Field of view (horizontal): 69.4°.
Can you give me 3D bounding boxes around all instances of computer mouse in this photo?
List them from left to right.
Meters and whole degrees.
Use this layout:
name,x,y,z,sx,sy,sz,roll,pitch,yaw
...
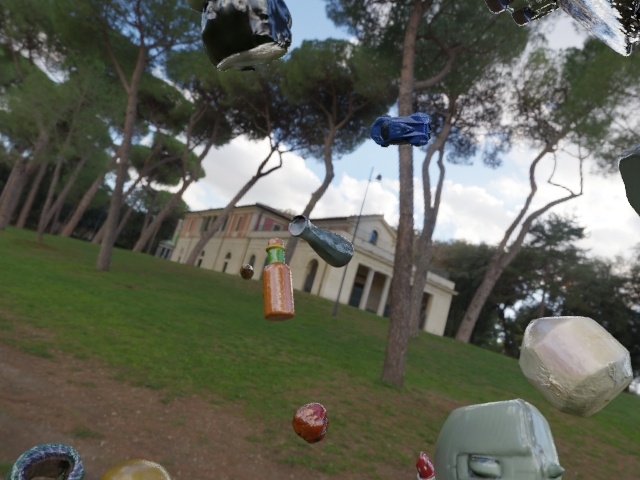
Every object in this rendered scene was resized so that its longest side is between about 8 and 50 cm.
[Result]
name,x,y,z,sx,sy,sz,roll,pitch,yaw
computer mouse,0.115,0.162,0.327,0.056,0.089,0.181,1,-25,0

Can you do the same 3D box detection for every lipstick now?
name,x,y,z,sx,sy,sz,roll,pitch,yaw
lipstick,0.216,0.462,0.836,0.063,0.186,0.057,-28,3,-27

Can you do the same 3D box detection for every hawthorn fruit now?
name,x,y,z,sx,sy,sz,roll,pitch,yaw
hawthorn fruit,-0.018,0.418,1.068,0.093,0.092,0.093,16,-11,3

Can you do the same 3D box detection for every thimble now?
name,x,y,z,sx,sy,sz,roll,pitch,yaw
thimble,-0.547,0.473,0.907,0.118,0.090,0.135,44,20,17

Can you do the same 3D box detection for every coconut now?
name,x,y,z,sx,sy,sz,roll,pitch,yaw
coconut,0.575,0.279,1.077,0.234,0.224,0.224,44,8,36

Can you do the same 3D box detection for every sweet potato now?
name,x,y,z,sx,sy,sz,roll,pitch,yaw
sweet potato,-0.174,0.075,1.095,0.034,0.034,0.095,17,-18,-3

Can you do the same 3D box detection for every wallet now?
name,x,y,z,sx,sy,sz,roll,pitch,yaw
wallet,0.274,-0.251,0.469,0.137,0.031,0.255,46,30,17

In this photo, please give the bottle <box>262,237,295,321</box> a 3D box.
name,x,y,z,sx,sy,sz,roll,pitch,yaw
bottle,-0.095,0.083,1.022,0.069,0.186,0.069,-4,-26,-2

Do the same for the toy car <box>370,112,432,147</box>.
name,x,y,z,sx,sy,sz,roll,pitch,yaw
toy car,0.239,-0.339,1.419,0.216,0.103,0.063,9,11,41

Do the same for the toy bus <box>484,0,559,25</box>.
name,x,y,z,sx,sy,sz,roll,pitch,yaw
toy bus,0.300,-0.403,0.641,0.142,0.142,0.203,-11,0,44

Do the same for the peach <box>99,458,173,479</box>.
name,x,y,z,sx,sy,sz,roll,pitch,yaw
peach,-0.342,0.521,0.804,0.153,0.250,0.251,20,-11,-38

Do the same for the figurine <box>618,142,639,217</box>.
name,x,y,z,sx,sy,sz,roll,pitch,yaw
figurine,0.441,-0.090,0.333,0.388,0.207,0.166,-19,-57,8

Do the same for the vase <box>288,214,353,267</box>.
name,x,y,z,sx,sy,sz,roll,pitch,yaw
vase,0.000,0.000,1.209,0.086,0.086,0.214,8,-16,37

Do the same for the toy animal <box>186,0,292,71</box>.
name,x,y,z,sx,sy,sz,roll,pitch,yaw
toy animal,-0.179,-0.512,0.998,0.213,0.266,0.212,-15,2,1
